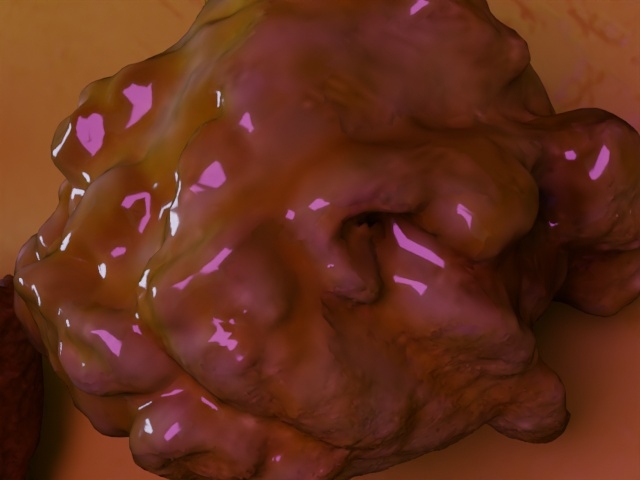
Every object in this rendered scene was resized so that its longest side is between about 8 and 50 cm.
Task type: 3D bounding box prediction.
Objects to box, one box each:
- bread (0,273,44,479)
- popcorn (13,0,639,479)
[{"bbox_3d":[-0.315,0.094,0.725,0.225,0.279,0.250,4,79,47],"label":"bread"},{"bbox_3d":[0.000,0.000,0.619,0.250,0.235,0.242,-46,60,-11],"label":"popcorn"}]
